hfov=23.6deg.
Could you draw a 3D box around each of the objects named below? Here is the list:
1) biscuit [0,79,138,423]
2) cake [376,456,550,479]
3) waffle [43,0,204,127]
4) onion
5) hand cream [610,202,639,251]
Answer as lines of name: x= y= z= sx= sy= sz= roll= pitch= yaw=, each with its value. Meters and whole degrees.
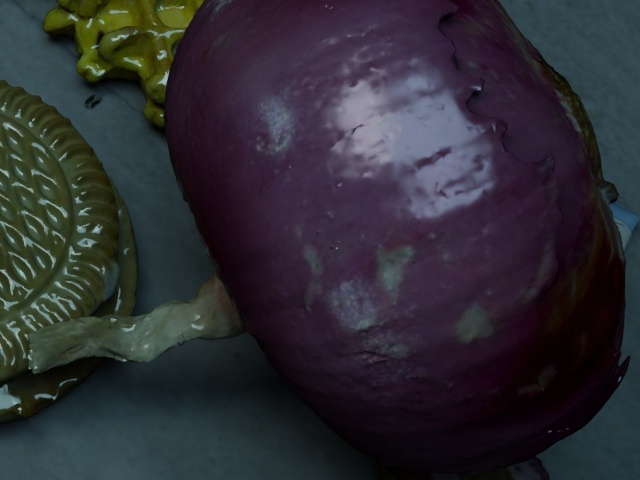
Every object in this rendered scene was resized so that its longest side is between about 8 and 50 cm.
biscuit: x=-0.247 y=0.003 z=1.019 sx=0.259 sy=0.079 sz=0.259 roll=6 pitch=61 yaw=-12
cake: x=0.111 y=0.230 z=1.011 sx=0.116 sy=0.113 sz=0.295 roll=-2 pitch=52 yaw=-18
waffle: x=-0.080 y=-0.197 z=1.172 sx=0.293 sy=0.069 sz=0.260 roll=38 pitch=60 yaw=7
onion: x=0.036 y=-0.018 z=0.982 sx=0.358 sy=0.345 sz=0.358 roll=29 pitch=49 yaw=-41
hand cream: x=0.194 y=0.032 z=1.146 sx=0.065 sy=0.043 sz=0.170 roll=28 pitch=56 yaw=-7
